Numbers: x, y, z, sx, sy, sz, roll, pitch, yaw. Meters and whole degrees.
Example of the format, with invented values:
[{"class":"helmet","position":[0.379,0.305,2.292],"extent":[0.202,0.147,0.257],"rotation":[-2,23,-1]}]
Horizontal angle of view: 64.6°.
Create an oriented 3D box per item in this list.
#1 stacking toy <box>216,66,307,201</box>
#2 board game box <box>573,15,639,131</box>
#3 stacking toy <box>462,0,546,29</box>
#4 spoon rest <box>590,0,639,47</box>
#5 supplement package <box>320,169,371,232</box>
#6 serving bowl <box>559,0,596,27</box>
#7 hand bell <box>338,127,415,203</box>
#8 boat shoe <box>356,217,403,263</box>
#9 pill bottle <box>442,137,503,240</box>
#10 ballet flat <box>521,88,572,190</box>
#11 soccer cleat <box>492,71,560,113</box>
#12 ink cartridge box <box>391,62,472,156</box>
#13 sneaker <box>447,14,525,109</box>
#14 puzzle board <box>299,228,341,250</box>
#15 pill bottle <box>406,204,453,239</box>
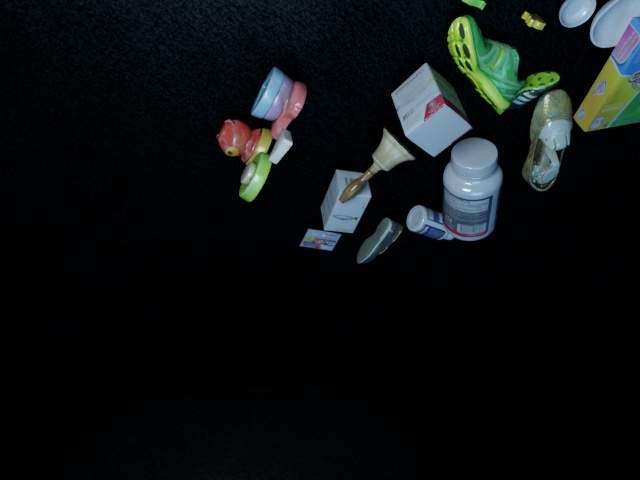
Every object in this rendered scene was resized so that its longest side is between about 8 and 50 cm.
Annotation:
[{"class":"stacking toy","position":[-0.169,-0.268,1.266],"extent":[0.130,0.279,0.309],"rotation":[25,134,-20]},{"class":"board game box","position":[0.851,-0.439,1.328],"extent":[0.242,0.064,0.316],"rotation":[-12,147,-10]},{"class":"stacking toy","position":[0.458,-0.583,1.139],"extent":[0.221,0.052,0.167],"rotation":[8,139,-18]},{"class":"spoon rest","position":[0.718,-0.570,1.173],"extent":[0.137,0.084,0.276],"rotation":[-9,141,2]},{"class":"supplement package","position":[0.078,-0.122,1.614],"extent":[0.105,0.105,0.179],"rotation":[5,141,-16]},{"class":"serving bowl","position":[0.612,-0.557,1.216],"extent":[0.083,0.027,0.083],"rotation":[-4,142,-3]},{"class":"hand bell","position":[0.144,-0.195,1.465],"extent":[0.242,0.126,0.126],"rotation":[-45,131,16]},{"class":"boat shoe","position":[0.211,0.014,1.826],"extent":[0.069,0.081,0.227],"rotation":[17,133,-23]},{"class":"pill bottle","position":[0.470,-0.157,1.577],"extent":[0.176,0.176,0.318],"rotation":[-11,142,4]},{"class":"ballet flat","position":[0.683,-0.281,1.508],"extent":[0.123,0.123,0.348],"rotation":[-9,142,2]},{"class":"soccer cleat","position":[0.561,-0.403,1.385],"extent":[0.179,0.060,0.072],"rotation":[-20,150,25]},{"class":"ink cartridge box","position":[0.285,-0.340,1.318],"extent":[0.127,0.176,0.128],"rotation":[24,133,-37]},{"class":"sneaker","position":[0.418,-0.459,1.269],"extent":[0.123,0.109,0.295],"rotation":[-46,130,9]},{"class":"puzzle board","position":[0.000,0.000,1.831],"extent":[0.128,0.011,0.096],"rotation":[8,139,-20]},{"class":"pill bottle","position":[0.391,-0.056,1.759],"extent":[0.169,0.094,0.094],"rotation":[17,136,-28]}]
